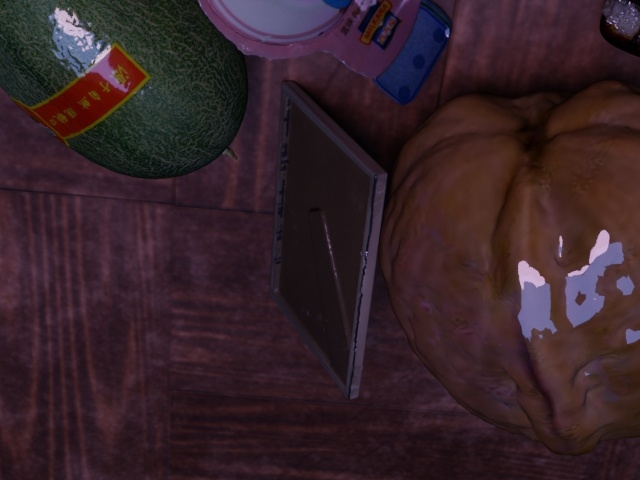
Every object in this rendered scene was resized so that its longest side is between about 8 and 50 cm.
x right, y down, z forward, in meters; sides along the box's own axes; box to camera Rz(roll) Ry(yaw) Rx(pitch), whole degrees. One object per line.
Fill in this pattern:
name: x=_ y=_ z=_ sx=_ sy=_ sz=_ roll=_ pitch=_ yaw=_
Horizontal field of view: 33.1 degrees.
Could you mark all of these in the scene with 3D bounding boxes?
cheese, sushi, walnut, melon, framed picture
cheese: x=-0.001 y=-0.222 z=0.891 sx=0.286 sy=0.074 sz=0.189 roll=35 pitch=84 yaw=-32
sushi: x=0.284 y=-0.183 z=0.947 sx=0.083 sy=0.044 sz=0.046 roll=21 pitch=121 yaw=-10
walnut: x=0.211 y=0.031 z=0.952 sx=0.306 sy=0.306 sz=0.344 roll=-11 pitch=127 yaw=8
melon: x=-0.169 y=-0.158 z=0.894 sx=0.182 sy=0.182 sz=0.287 roll=-38 pitch=116 yaw=23
framed picture: x=0.000 y=0.000 z=1.005 sx=0.016 sy=0.184 sz=0.250 roll=-13 pitch=127 yaw=-24
